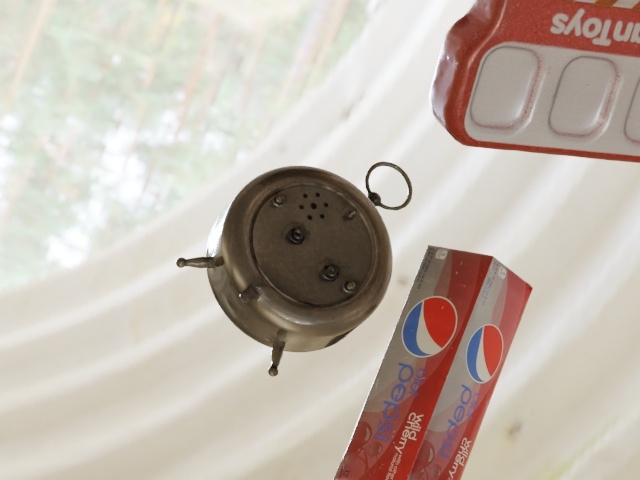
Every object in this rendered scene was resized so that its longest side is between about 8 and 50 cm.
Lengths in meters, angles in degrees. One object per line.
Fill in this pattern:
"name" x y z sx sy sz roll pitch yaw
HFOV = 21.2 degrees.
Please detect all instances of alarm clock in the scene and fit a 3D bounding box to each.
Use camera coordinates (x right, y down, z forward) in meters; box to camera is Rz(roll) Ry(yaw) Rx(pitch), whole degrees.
"alarm clock" 0.000 0.000 1.238 0.192 0.064 0.129 -40 -93 -31

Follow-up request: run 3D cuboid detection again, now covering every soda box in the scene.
"soda box" 0.115 0.142 1.707 0.092 0.263 0.083 11 164 42

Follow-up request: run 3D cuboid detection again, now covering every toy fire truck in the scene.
"toy fire truck" 0.227 -0.162 1.021 0.302 0.254 0.169 4 -154 -26
